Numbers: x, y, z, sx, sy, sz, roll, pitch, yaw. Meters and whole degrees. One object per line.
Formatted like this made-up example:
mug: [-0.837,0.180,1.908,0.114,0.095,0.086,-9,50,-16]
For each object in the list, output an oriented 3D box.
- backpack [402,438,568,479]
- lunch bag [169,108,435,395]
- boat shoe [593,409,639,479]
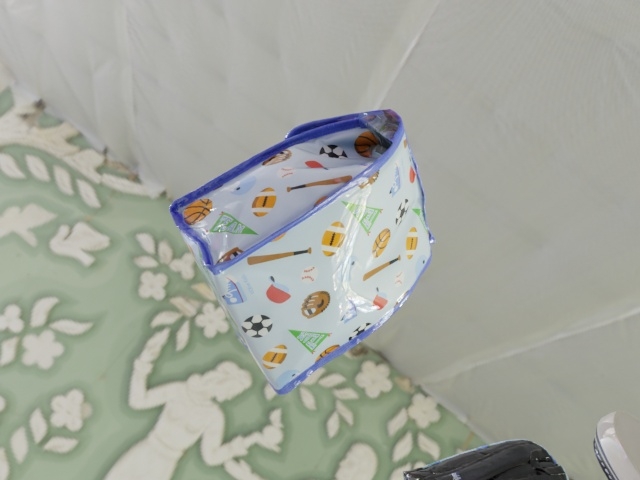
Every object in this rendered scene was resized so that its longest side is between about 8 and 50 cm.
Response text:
backpack: [0.429,0.633,1.840,0.273,0.355,0.290,60,-2,-38]
lunch bag: [0.000,0.000,1.241,0.239,0.385,0.328,48,-14,44]
boat shoe: [0.412,0.385,0.946,0.158,0.127,0.340,-39,-97,35]
